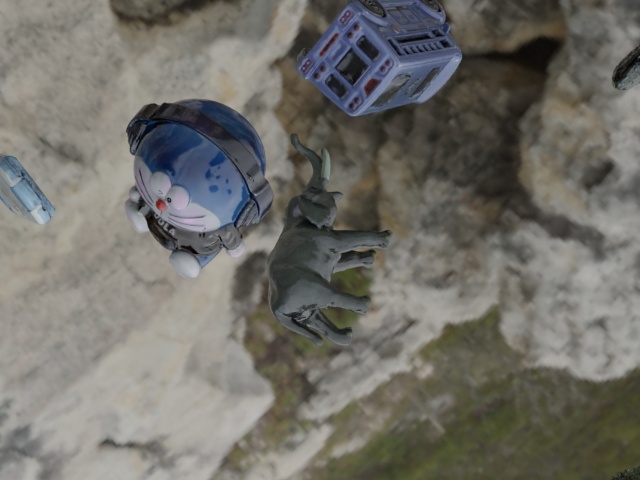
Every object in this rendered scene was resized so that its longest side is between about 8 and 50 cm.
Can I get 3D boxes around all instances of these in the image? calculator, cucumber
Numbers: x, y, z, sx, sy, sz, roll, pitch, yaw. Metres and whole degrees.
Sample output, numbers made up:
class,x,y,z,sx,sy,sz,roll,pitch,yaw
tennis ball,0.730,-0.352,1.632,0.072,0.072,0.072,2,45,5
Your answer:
class,x,y,z,sx,sy,sz,roll,pitch,yaw
calculator,-0.472,-0.083,1.854,0.039,0.210,0.121,-40,115,-18
cucumber,0.494,-0.279,1.710,0.058,0.052,0.215,35,134,-21

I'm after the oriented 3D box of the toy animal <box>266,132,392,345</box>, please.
class,x,y,z,sx,sy,sz,roll,pitch,yaw
toy animal,0.010,0.000,1.450,0.137,0.269,0.082,13,153,-9

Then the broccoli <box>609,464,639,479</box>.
class,x,y,z,sx,sy,sz,roll,pitch,yaw
broccoli,0.512,0.418,1.780,0.226,0.176,0.198,-19,145,39

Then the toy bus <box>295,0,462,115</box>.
class,x,y,z,sx,sy,sz,roll,pitch,yaw
toy bus,0.094,-0.248,1.602,0.125,0.133,0.292,-48,169,27

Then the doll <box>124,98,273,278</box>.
class,x,y,z,sx,sy,sz,roll,pitch,yaw
doll,-0.218,-0.106,2.118,0.240,0.284,0.310,-52,167,-30
